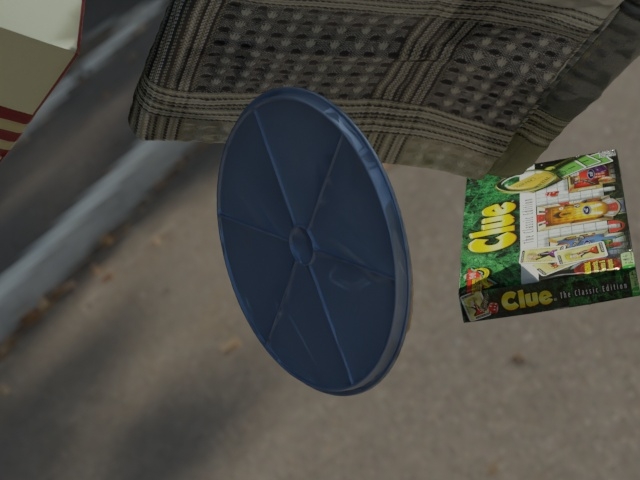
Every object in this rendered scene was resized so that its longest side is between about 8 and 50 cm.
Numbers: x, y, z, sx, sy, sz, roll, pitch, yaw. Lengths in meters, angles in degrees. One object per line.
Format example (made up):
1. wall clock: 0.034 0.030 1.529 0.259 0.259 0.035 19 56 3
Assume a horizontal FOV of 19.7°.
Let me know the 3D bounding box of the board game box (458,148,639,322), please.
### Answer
1. board game box: 0.182 -0.008 1.490 0.136 0.030 0.259 -12 21 10

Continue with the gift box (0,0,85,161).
1. gift box: -0.322 -0.173 1.258 0.276 0.258 0.255 -47 34 43

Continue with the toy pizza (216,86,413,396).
1. toy pizza: 0.000 0.000 1.176 0.032 0.201 0.201 -15 5 -34

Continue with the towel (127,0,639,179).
1. towel: 0.051 -0.125 1.263 0.312 0.324 0.056 124 148 -59
